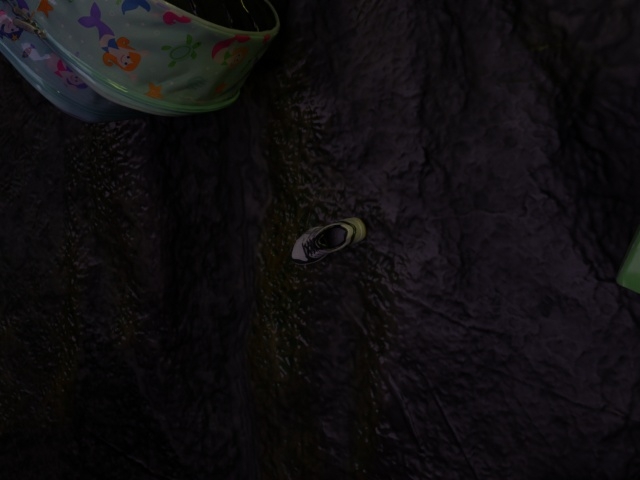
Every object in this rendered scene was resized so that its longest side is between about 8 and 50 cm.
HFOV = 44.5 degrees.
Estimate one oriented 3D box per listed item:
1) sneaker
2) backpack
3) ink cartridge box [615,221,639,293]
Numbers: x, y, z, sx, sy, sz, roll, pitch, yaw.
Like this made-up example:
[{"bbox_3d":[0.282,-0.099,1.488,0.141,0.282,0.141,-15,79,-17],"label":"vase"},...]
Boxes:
[{"bbox_3d":[0.000,0.000,0.722,0.083,0.037,0.031,-27,84,30],"label":"sneaker"},{"bbox_3d":[-0.172,-0.213,0.693,0.253,0.225,0.191,38,115,10],"label":"backpack"},{"bbox_3d":[0.280,-0.063,0.490,0.093,0.160,0.219,27,108,23],"label":"ink cartridge box"}]
